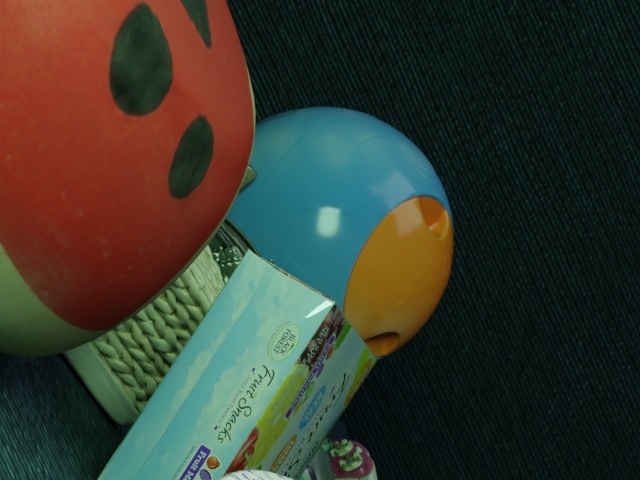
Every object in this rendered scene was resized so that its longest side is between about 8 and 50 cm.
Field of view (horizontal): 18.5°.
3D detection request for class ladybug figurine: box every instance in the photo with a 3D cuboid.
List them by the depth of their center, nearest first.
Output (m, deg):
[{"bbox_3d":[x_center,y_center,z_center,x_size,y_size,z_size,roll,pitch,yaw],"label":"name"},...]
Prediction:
[{"bbox_3d":[-0.147,-0.113,0.954,0.449,0.162,0.305,54,24,-64],"label":"ladybug figurine"}]

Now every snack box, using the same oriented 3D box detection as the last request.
[{"bbox_3d":[-0.047,0.112,1.215,0.070,0.174,0.207,32,-6,13],"label":"snack box"}]

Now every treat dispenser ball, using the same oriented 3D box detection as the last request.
[{"bbox_3d":[0.000,0.000,2.110,0.288,0.288,0.288,-25,90,-88],"label":"treat dispenser ball"}]

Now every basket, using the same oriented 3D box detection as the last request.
[{"bbox_3d":[-0.126,0.022,1.270,0.167,0.103,0.113,64,3,-48],"label":"basket"}]

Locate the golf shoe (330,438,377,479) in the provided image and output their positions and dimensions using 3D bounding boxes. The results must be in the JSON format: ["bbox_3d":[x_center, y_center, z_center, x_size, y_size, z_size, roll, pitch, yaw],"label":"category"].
[{"bbox_3d":[0.049,0.330,2.043,0.306,0.115,0.140,-107,176,-64],"label":"golf shoe"}]

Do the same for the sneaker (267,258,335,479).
[{"bbox_3d":[-0.018,0.128,1.561,0.224,0.098,0.083,59,-14,-9],"label":"sneaker"}]

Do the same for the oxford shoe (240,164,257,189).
[{"bbox_3d":[-0.177,-0.189,1.991,0.123,0.130,0.348,-93,158,-84],"label":"oxford shoe"}]

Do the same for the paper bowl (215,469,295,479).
[{"bbox_3d":[0.002,0.243,0.772,0.284,0.148,0.284,46,11,-12],"label":"paper bowl"}]

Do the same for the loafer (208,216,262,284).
[{"bbox_3d":[-0.079,0.089,1.864,0.084,0.096,0.267,-89,157,-71],"label":"loafer"}]
